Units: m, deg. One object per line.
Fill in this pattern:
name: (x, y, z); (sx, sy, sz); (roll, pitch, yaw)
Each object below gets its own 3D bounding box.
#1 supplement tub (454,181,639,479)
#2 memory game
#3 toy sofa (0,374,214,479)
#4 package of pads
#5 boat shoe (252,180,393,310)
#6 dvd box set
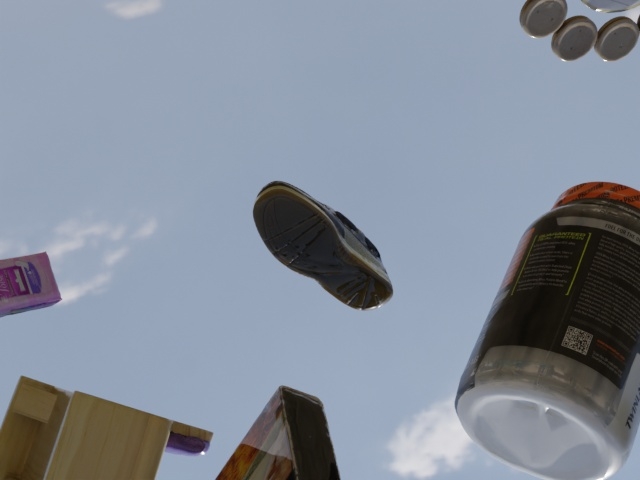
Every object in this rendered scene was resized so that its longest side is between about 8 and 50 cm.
supplement tub: (0.308, 0.101, 1.373); (0.207, 0.207, 0.338); (5, -131, 32)
memory game: (0.219, -0.209, 0.819); (0.186, 0.186, 0.012); (-17, -137, -10)
toy sofa: (-0.280, 0.268, 1.395); (0.177, 0.150, 0.362); (23, 168, -23)
package of pads: (-0.279, 0.041, 1.039); (0.032, 0.050, 0.083); (-31, 167, 40)
boat shoe: (0.000, 0.000, 0.902); (0.056, 0.152, 0.049); (-31, -142, 19)
dvd box set: (-0.105, 0.399, 1.187); (0.062, 0.420, 0.308); (24, -155, -22)
